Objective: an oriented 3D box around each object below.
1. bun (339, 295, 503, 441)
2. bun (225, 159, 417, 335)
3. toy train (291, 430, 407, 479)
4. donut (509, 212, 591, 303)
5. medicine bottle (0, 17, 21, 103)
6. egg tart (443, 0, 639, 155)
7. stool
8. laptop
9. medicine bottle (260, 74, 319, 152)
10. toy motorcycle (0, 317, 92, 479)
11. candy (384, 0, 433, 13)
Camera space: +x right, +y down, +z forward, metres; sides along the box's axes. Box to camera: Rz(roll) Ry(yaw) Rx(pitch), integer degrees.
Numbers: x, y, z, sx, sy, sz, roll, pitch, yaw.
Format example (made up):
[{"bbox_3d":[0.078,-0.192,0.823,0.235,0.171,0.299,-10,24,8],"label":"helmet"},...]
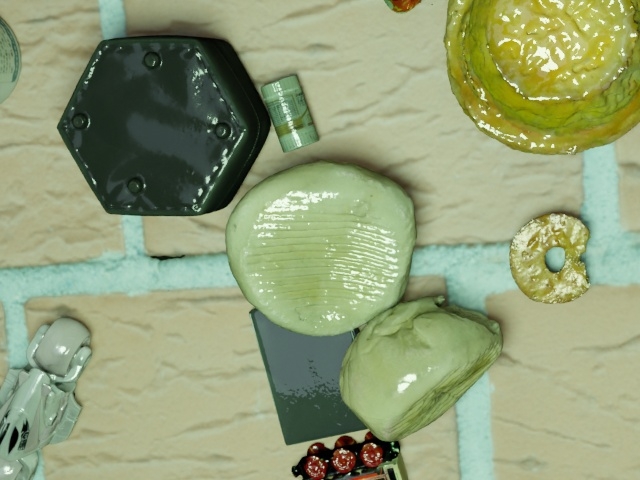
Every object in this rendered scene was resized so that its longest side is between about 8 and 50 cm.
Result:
[{"bbox_3d":[0.109,0.133,1.467,0.193,0.178,0.128,-41,69,7],"label":"bun"},{"bbox_3d":[0.000,0.000,1.486,0.231,0.133,0.231,-3,118,-6],"label":"bun"},{"bbox_3d":[0.037,0.286,1.565,0.138,0.050,0.087,-15,99,12],"label":"toy train"},{"bbox_3d":[0.268,0.018,1.488,0.097,0.043,0.108,6,100,9],"label":"donut"},{"bbox_3d":[-0.455,-0.210,1.482,0.139,0.237,0.139,2,98,11],"label":"medicine bottle"},{"bbox_3d":[0.269,-0.234,1.418,0.288,0.118,0.288,1,94,10],"label":"egg tart"},{"bbox_3d":[-0.179,-0.134,1.492,0.232,0.141,0.232,1,99,9],"label":"stool"},{"bbox_3d":[-0.005,0.156,1.570,0.129,0.016,0.180,-14,95,12],"label":"laptop"},{"bbox_3d":[-0.037,-0.150,1.514,0.047,0.047,0.083,-19,95,12],"label":"medicine bottle"},{"bbox_3d":[-0.363,0.212,1.594,0.112,0.112,0.254,28,103,5],"label":"toy motorcycle"},{"bbox_3d":[0.138,-0.279,1.423,0.185,0.049,0.055,13,101,47],"label":"candy"}]
